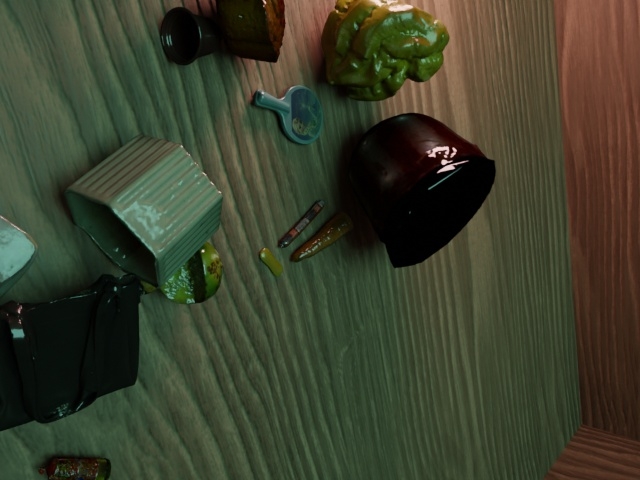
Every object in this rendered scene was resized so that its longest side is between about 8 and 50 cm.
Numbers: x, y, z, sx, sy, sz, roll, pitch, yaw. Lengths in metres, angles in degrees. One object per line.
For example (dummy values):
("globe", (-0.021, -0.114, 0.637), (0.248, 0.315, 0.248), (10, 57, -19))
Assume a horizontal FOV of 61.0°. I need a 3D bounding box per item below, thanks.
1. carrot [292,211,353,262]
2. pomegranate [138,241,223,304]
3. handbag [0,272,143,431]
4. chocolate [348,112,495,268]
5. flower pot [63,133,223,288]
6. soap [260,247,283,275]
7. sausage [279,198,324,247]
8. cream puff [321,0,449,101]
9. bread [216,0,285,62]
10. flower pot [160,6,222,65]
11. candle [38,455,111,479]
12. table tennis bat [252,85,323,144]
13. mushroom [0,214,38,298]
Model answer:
("carrot", (0.000, 0.000, 1.459), (0.209, 0.061, 0.061), (-38, 119, -30))
("pomegranate", (-0.285, 0.065, 1.138), (0.122, 0.169, 0.143), (-67, 138, -69))
("handbag", (-0.445, 0.187, 0.934), (0.285, 0.113, 0.257), (-12, 130, -43))
("chocolate", (0.238, -0.173, 1.480), (0.383, 0.331, 0.384), (-32, 152, -19))
("flower pot", (-0.320, -0.057, 1.012), (0.239, 0.209, 0.190), (50, 58, -18))
("soap", (-0.122, 0.055, 1.366), (0.034, 0.012, 0.089), (-56, 128, -26))
("sausage", (-0.046, -0.045, 1.425), (0.028, 0.025, 0.198), (51, 58, -17))
("cream puff", (0.157, -0.485, 1.431), (0.324, 0.291, 0.257), (5, 113, -64))
("bread", (-0.143, -0.501, 1.156), (0.135, 0.247, 0.232), (-1, 90, 0))
("flower pot", (-0.263, -0.427, 1.135), (0.089, 0.111, 0.111), (-33, 117, -55))
("candle", (-0.468, 0.436, 1.030), (0.130, 0.052, 0.052), (27, 74, -42))
("table tennis bat", (-0.075, -0.328, 1.368), (0.237, 0.038, 0.149), (11, 86, -48))
("mushroom", (-0.616, 0.119, 0.806), (0.177, 0.126, 0.397), (44, 65, -35))
